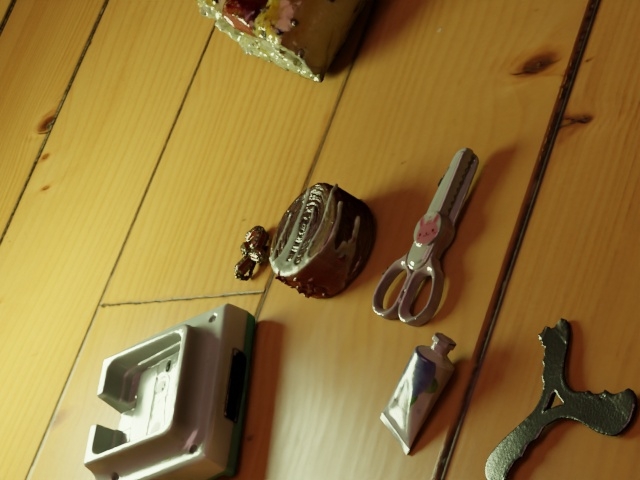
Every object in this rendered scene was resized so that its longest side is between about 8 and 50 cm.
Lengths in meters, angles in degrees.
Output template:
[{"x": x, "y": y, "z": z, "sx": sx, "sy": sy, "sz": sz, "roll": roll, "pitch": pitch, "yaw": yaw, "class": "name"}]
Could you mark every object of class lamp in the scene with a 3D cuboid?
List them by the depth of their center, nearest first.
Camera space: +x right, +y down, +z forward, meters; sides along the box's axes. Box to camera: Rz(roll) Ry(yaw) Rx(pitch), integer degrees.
[{"x": -0.099, "y": 0.014, "z": 2.409, "sx": 0.063, "sy": 0.031, "sz": 0.083, "roll": -36, "pitch": 34, "yaw": 29, "class": "lamp"}]

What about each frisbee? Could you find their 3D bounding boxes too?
[{"x": 0.262, "y": 0.164, "z": 1.787, "sx": 0.211, "sy": 0.012, "sz": 0.187, "roll": -28, "pitch": 41, "yaw": 40, "class": "frisbee"}]

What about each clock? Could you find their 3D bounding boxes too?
[{"x": -0.213, "y": 0.230, "z": 2.295, "sx": 0.231, "sy": 0.116, "sz": 0.262, "roll": -28, "pitch": 43, "yaw": 38, "class": "clock"}]

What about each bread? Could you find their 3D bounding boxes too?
[{"x": 0.000, "y": 0.000, "z": 2.238, "sx": 0.160, "sy": 0.073, "sz": 0.160, "roll": -34, "pitch": 39, "yaw": 33, "class": "bread"}]

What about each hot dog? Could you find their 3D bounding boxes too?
[{"x": -0.015, "y": -0.462, "z": 2.567, "sx": 0.365, "sy": 0.196, "sz": 0.367, "roll": -55, "pitch": 34, "yaw": -3, "class": "hot dog"}]

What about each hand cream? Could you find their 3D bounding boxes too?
[{"x": 0.117, "y": 0.175, "z": 1.950, "sx": 0.142, "sy": 0.053, "sz": 0.084, "roll": -61, "pitch": 30, "yaw": 14, "class": "hand cream"}]

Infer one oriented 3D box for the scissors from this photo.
[{"x": 0.145, "y": -0.006, "z": 2.081, "sx": 0.118, "sy": 0.030, "sz": 0.242, "roll": 14, "pitch": 77, "yaw": 56, "class": "scissors"}]
